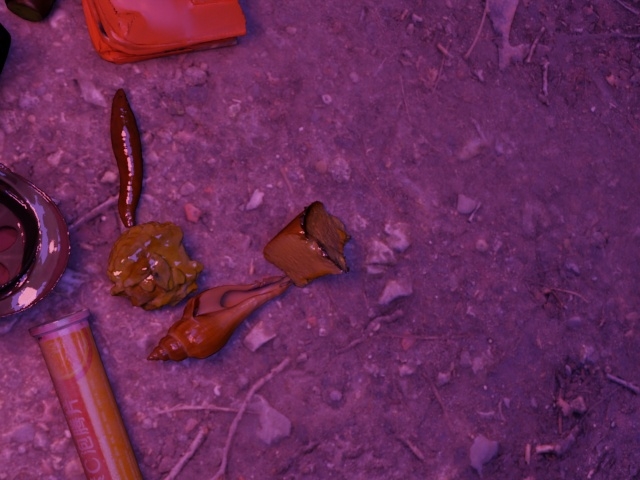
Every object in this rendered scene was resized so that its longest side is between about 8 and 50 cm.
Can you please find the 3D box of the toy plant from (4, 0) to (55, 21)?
[{"bbox_3d":[-0.514,-0.487,1.507,0.093,0.093,0.162,18,78,-18],"label":"toy plant"}]

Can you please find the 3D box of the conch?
[{"bbox_3d":[-0.189,0.146,1.574,0.330,0.093,0.109,-29,74,-36],"label":"conch"}]

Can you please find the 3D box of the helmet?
[{"bbox_3d":[-0.605,0.008,1.366,0.339,0.197,0.270,12,72,-28],"label":"helmet"}]

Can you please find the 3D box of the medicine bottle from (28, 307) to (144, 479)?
[{"bbox_3d":[-0.389,0.336,1.463,0.108,0.108,0.425,-20,93,-21],"label":"medicine bottle"}]

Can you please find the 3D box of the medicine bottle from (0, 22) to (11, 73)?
[{"bbox_3d":[-0.725,-0.331,1.334,0.395,0.242,0.242,26,76,-11],"label":"medicine bottle"}]

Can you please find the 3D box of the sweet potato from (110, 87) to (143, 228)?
[{"bbox_3d":[-0.360,-0.155,1.552,0.057,0.057,0.264,-7,89,-21],"label":"sweet potato"}]

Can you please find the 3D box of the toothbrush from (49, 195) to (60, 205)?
[{"bbox_3d":[-0.600,-0.116,1.475,0.276,0.019,0.025,24,84,-17],"label":"toothbrush"}]

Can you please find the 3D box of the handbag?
[{"bbox_3d":[-0.325,-0.553,1.573,0.304,0.116,0.409,-16,91,-21],"label":"handbag"}]

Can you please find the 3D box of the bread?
[{"bbox_3d":[0.000,0.000,1.614,0.140,0.160,0.169,46,72,-11],"label":"bread"}]

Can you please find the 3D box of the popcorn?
[{"bbox_3d":[-0.301,0.049,1.518,0.174,0.142,0.173,13,55,-19],"label":"popcorn"}]
